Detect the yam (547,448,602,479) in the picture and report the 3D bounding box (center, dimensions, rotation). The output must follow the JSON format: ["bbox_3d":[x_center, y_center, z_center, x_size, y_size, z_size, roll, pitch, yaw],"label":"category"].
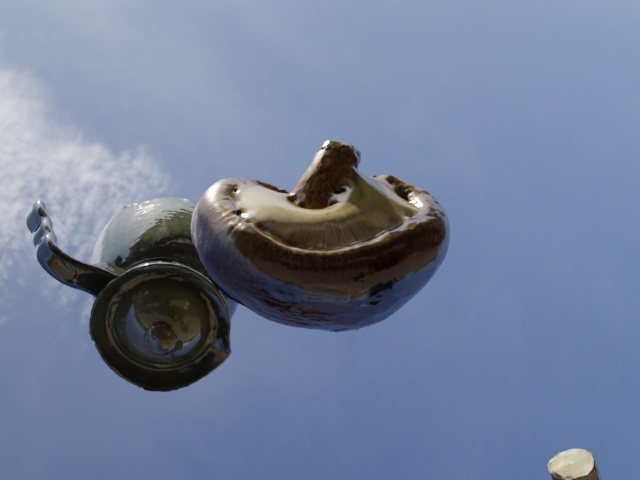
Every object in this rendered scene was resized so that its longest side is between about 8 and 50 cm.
[{"bbox_3d":[0.262,0.300,0.766,0.046,0.046,0.264,-45,-62,-44],"label":"yam"}]

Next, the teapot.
[{"bbox_3d":[-0.227,0.048,1.140,0.305,0.223,0.285,62,-178,-22],"label":"teapot"}]

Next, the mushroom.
[{"bbox_3d":[-0.001,0.012,0.765,0.231,0.138,0.194,4,-138,-2],"label":"mushroom"}]
